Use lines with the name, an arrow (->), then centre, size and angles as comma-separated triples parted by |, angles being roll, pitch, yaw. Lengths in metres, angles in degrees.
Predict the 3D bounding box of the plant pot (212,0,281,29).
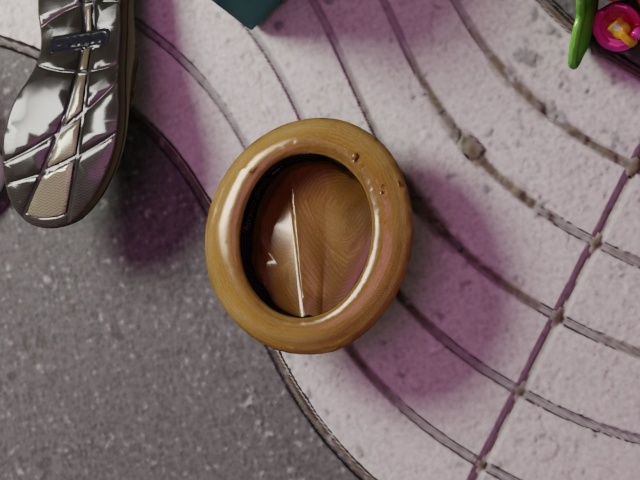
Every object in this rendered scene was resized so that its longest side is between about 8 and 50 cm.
plant pot -> -0.039, -0.325, 1.567 | 0.234, 0.165, 0.166 | -39, 73, 8

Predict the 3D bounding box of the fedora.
fedora -> 0.000, 0.000, 1.567 | 0.194, 0.079, 0.194 | -4, 78, 22

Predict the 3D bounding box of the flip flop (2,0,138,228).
flip flop -> -0.204, -0.140, 1.666 | 0.112, 0.080, 0.277 | -3, 69, 19

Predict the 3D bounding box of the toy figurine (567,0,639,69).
toy figurine -> 0.283, -0.194, 1.461 | 0.159, 0.130, 0.173 | 15, 114, 13

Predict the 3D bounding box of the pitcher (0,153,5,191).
pitcher -> -0.402, -0.061, 1.721 | 0.207, 0.125, 0.178 | -40, 88, 3
